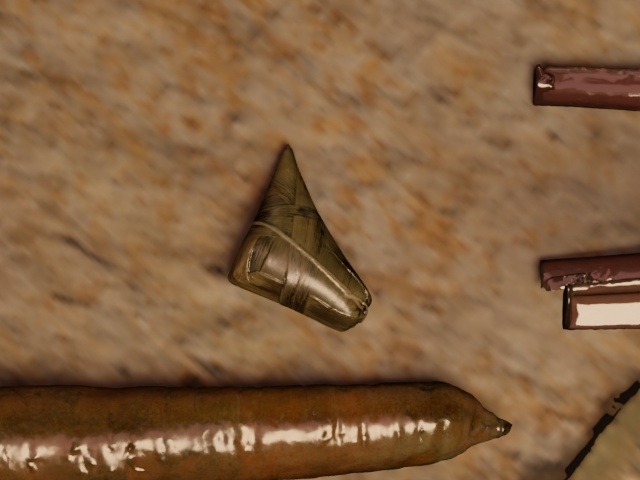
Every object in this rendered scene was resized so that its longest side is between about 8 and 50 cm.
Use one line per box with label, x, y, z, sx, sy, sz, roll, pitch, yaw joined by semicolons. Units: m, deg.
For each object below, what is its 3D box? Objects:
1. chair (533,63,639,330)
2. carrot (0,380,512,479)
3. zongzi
chair;0.271;-0.035;0.818;0.326;0.183;0.176;-1;86;2
carrot;-0.072;0.104;0.873;0.342;0.070;0.070;-2;86;-5
zongzi;0.000;0.000;0.896;0.076;0.040;0.083;25;69;-4
